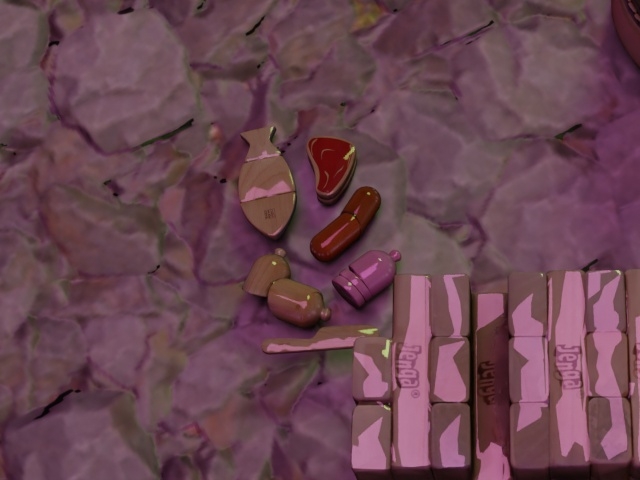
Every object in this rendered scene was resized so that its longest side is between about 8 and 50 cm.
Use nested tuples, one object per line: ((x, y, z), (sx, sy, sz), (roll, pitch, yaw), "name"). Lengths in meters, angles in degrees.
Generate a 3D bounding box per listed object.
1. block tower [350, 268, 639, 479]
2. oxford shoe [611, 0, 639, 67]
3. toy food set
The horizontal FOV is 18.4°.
((0.184, 0.066, 0.864), (0.336, 0.097, 0.091), (-1, 72, 7), "block tower")
((0.298, -0.229, 0.916), (0.140, 0.146, 0.397), (41, 80, 21), "oxford shoe")
((0.000, 0.000, 0.953), (0.078, 0.019, 0.122), (-4, 63, 6), "toy food set")
